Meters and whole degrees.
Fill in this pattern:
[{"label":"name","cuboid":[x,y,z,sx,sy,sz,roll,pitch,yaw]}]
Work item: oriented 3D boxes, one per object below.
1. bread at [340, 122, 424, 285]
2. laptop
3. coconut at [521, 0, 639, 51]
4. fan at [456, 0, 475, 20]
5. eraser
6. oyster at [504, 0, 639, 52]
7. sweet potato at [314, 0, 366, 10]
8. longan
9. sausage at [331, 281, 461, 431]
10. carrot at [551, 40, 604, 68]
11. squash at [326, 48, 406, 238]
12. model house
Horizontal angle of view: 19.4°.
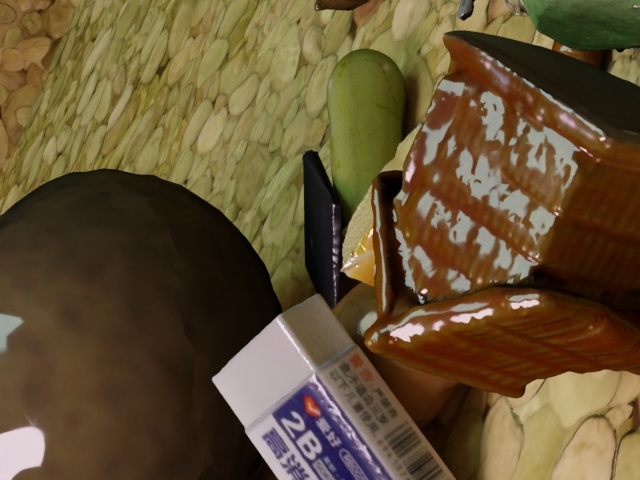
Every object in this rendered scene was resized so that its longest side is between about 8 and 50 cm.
[{"label":"bread","cuboid":[0.121,0.002,1.398,0.125,0.188,0.068,-57,21,25]},{"label":"laptop","cuboid":[0.000,0.000,1.817,0.197,0.016,0.135,-112,21,-72]},{"label":"coconut","cuboid":[0.245,-0.273,1.267,0.328,0.281,0.328,-4,83,31]},{"label":"fan","cuboid":[0.199,-0.374,1.787,0.223,0.012,0.294,-35,42,34]},{"label":"eraser","cuboid":[0.016,0.160,1.475,0.068,0.210,0.124,-30,-9,-40]},{"label":"oyster","cuboid":[0.215,-0.216,1.502,0.165,0.053,0.108,17,107,29]},{"label":"sweet potato","cuboid":[0.076,-0.323,1.994,0.273,0.075,0.075,-33,39,50]},{"label":"longan","cuboid":[-0.225,0.153,1.806,0.436,0.404,0.404,-41,23,-1]},{"label":"sausage","cuboid":[0.040,0.114,1.569,0.241,0.120,0.136,-44,19,47]},{"label":"carrot","cuboid":[0.216,-0.166,1.541,0.048,0.048,0.139,-15,53,64]},{"label":"squash","cuboid":[0.045,-0.089,1.817,0.083,0.083,0.250,-48,30,40]},{"label":"model house","cuboid":[0.159,0.003,1.263,0.229,0.199,0.219,-63,35,17]}]
